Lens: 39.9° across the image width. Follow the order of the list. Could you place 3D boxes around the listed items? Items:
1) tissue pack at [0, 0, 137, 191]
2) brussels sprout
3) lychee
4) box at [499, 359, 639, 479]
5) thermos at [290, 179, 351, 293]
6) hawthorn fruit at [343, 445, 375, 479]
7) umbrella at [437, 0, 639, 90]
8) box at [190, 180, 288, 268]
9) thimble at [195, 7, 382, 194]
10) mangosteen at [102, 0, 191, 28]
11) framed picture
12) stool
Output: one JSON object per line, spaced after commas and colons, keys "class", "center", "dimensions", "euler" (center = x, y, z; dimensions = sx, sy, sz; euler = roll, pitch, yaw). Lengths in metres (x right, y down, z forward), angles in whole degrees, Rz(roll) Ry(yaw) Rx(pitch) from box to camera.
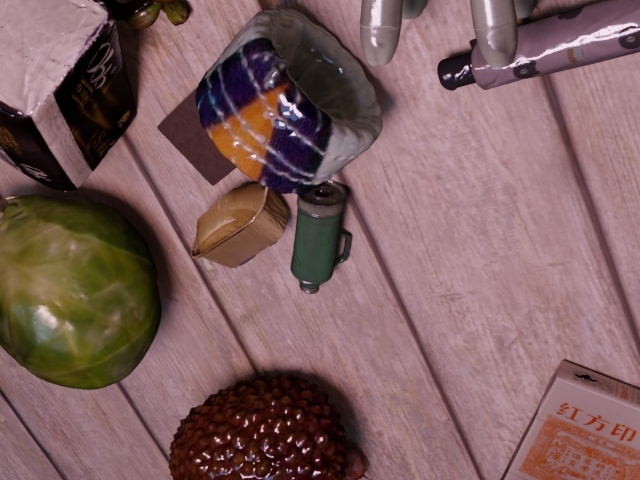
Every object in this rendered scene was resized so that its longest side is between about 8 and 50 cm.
{"class": "tissue pack", "center": [-0.391, -0.212, 1.196], "dimensions": [0.210, 0.198, 0.370], "euler": [28, 166, -2]}
{"class": "brussels sprout", "center": [-0.423, 0.068, 1.455], "dimensions": [0.354, 0.281, 0.289], "euler": [38, 163, 20]}
{"class": "lychee", "center": [-0.106, 0.376, 1.508], "dimensions": [0.306, 0.306, 0.330], "euler": [42, 101, -7]}
{"class": "box", "center": [0.418, 0.365, 1.420], "dimensions": [0.204, 0.051, 0.365], "euler": [21, 128, 10]}
{"class": "thermos", "center": [-0.005, -0.001, 1.355], "dimensions": [0.073, 0.083, 0.188], "euler": [33, 134, 28]}
{"class": "hawthorn fruit", "center": [0.061, 0.421, 1.611], "dimensions": [0.103, 0.067, 0.067], "euler": [41, 129, -11]}
{"class": "umbrella", "center": [0.299, -0.238, 1.053], "dimensions": [0.337, 0.067, 0.073], "euler": [-10, 160, 29]}
{"class": "box", "center": [-0.130, -0.027, 1.368], "dimensions": [0.177, 0.111, 0.111], "euler": [-32, 105, 36]}
{"class": "thimble", "center": [-0.041, -0.186, 1.154], "dimensions": [0.237, 0.237, 0.150], "euler": [45, 124, -10]}
{"class": "mangosteen", "center": [-0.260, -0.367, 1.167], "dimensions": [0.184, 0.172, 0.172], "euler": [14, 128, -4]}
{"class": "framed picture", "center": [-0.152, -0.172, 1.328], "dimensions": [0.128, 0.023, 0.168], "euler": [47, 128, -12]}
{"class": "stool", "center": [0.140, -0.319, 0.995], "dimensions": [0.195, 0.195, 0.199], "euler": [7, 129, 19]}
